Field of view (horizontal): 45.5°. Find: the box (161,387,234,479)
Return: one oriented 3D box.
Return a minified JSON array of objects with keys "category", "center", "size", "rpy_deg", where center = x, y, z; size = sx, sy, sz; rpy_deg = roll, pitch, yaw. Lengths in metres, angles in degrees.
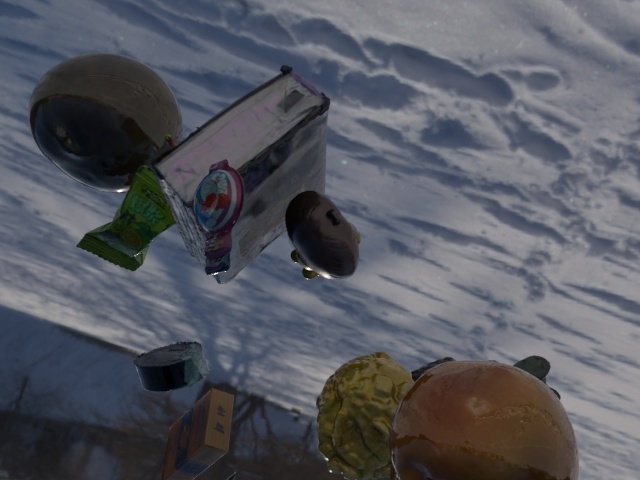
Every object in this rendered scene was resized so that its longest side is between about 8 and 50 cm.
[{"category":"box","center":[-0.298,0.478,1.843],"size":[0.070,0.152,0.237],"rpy_deg":[23,133,-23]}]

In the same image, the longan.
[{"category":"longan","center":[-0.457,-0.255,1.644],"size":[0.319,0.318,0.319],"rpy_deg":[16,167,4]}]

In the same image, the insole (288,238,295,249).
[{"category":"insole","center":[-0.041,0.006,2.007],"size":[0.080,0.003,0.232],"rpy_deg":[47,162,-4]}]

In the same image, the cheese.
[{"category":"cheese","center":[-0.127,-0.029,0.944],"size":[0.095,0.145,0.038],"rpy_deg":[-16,160,40]}]

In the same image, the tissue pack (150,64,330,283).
[{"category":"tissue pack","center":[-0.110,-0.088,1.201],"size":[0.122,0.259,0.361],"rpy_deg":[48,165,16]}]

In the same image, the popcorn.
[{"category":"popcorn","center":[0.069,0.240,1.049],"size":[0.180,0.179,0.170],"rpy_deg":[28,165,-38]}]

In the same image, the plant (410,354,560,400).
[{"category":"plant","center":[0.297,0.283,1.395],"size":[0.275,0.146,0.149],"rpy_deg":[-4,-152,-9]}]

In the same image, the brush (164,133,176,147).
[{"category":"brush","center":[-0.272,-0.162,1.436],"size":[0.019,0.083,0.021],"rpy_deg":[-25,-172,4]}]

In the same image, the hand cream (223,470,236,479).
[{"category":"hand cream","center":[-0.251,0.608,1.639],"size":[0.061,0.270,0.120],"rpy_deg":[38,-143,20]}]

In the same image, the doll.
[{"category":"doll","center":[-0.005,-0.007,1.171],"size":[0.188,0.096,0.145],"rpy_deg":[-1,114,67]}]

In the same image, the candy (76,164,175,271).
[{"category":"candy","center":[-0.381,-0.030,1.592],"size":[0.149,0.069,0.246],"rpy_deg":[36,118,-22]}]

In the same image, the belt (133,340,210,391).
[{"category":"belt","center":[-0.351,0.301,1.823],"size":[0.199,0.078,0.151],"rpy_deg":[-5,-166,42]}]

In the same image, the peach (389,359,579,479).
[{"category":"peach","center":[0.116,0.152,0.535],"size":[0.138,0.138,0.138],"rpy_deg":[16,167,4]}]
